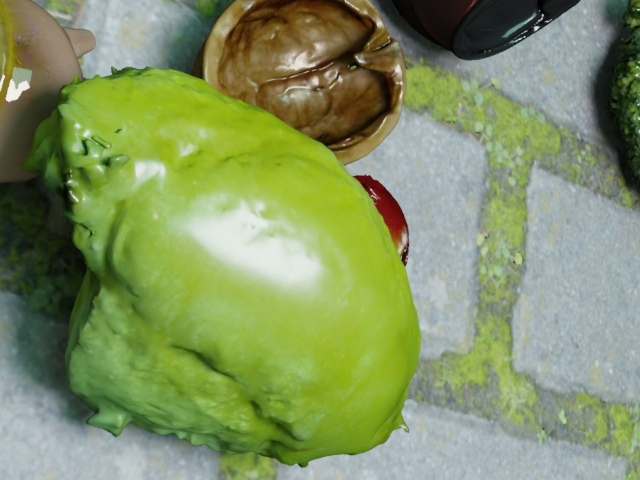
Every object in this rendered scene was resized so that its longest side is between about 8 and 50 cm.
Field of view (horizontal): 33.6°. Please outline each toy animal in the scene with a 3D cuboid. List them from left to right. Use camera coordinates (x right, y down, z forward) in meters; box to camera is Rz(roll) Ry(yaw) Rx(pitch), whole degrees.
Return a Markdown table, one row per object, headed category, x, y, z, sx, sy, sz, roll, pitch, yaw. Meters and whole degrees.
| category | x | y | z | sx | sy | sz | roll | pitch | yaw |
| --- | --- | --- | --- | --- | --- | --- | --- | --- | --- |
| toy animal | -0.261 | -0.102 | 0.717 | 0.248 | 0.149 | 0.165 | -16 | 74 | -29 |

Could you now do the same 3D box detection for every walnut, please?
| category | x | y | z | sx | sy | sz | roll | pitch | yaw |
| --- | --- | --- | --- | --- | --- | --- | --- | --- | --- |
| walnut | -0.031 | -0.139 | 0.917 | 0.211 | 0.087 | 0.167 | -16 | 97 | -34 |

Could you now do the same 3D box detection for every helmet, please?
| category | x | y | z | sx | sy | sz | roll | pitch | yaw |
| --- | --- | --- | --- | --- | --- | --- | --- | --- | --- |
| helmet | 0.154 | -0.281 | 1.008 | 0.189 | 0.193 | 0.216 | -16 | 119 | -40 |

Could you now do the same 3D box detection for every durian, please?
| category | x | y | z | sx | sy | sz | roll | pitch | yaw |
| --- | --- | --- | --- | --- | --- | --- | --- | --- | --- |
| durian | -0.064 | 0.032 | 0.772 | 0.340 | 0.255 | 0.204 | 20 | 30 | -18 |

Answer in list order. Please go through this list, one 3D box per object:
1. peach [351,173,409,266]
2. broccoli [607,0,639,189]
| category | x | y | z | sx | sy | sz | roll | pitch | yaw |
| --- | --- | --- | --- | --- | --- | --- | --- | --- | --- |
| peach | 0.004 | -0.002 | 0.912 | 0.172 | 0.092 | 0.127 | 15 | 76 | -35 |
| broccoli | 0.455 | -0.171 | 1.184 | 0.288 | 0.260 | 0.235 | 66 | 20 | -1 |
